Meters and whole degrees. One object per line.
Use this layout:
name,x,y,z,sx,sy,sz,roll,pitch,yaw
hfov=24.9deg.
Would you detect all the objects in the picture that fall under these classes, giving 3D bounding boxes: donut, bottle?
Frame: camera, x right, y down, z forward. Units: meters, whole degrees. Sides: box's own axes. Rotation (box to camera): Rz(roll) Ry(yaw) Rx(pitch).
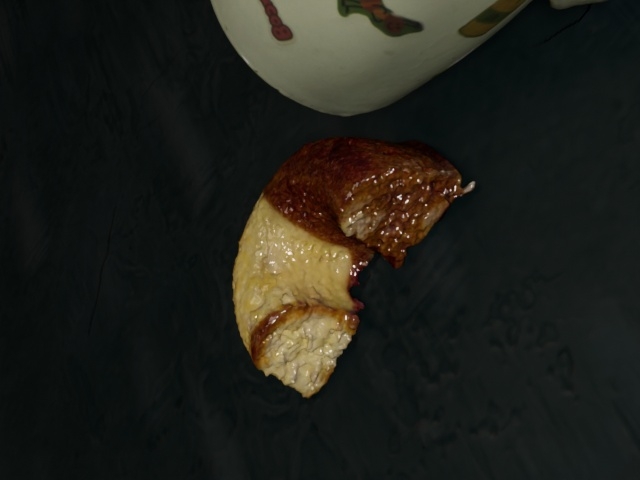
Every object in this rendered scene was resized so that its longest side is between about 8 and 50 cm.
donut,0.000,0.002,1.095,0.217,0.085,0.141,-59,37,18
bottle,0.098,-0.241,0.963,0.352,0.229,0.229,-30,51,50
